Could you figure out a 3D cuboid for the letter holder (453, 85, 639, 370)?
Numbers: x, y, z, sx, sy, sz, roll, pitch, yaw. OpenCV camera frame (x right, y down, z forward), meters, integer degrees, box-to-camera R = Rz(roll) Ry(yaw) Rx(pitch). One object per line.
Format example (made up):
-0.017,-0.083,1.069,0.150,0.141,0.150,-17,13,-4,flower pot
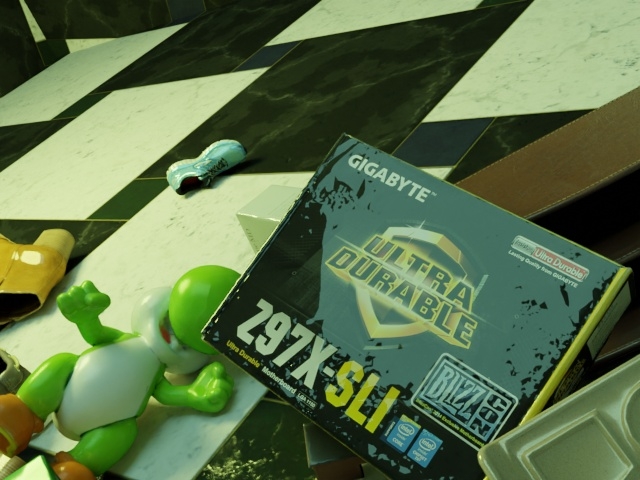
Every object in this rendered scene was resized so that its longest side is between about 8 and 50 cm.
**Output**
0.320,-0.024,0.911,0.301,0.152,0.214,-28,29,-5,letter holder

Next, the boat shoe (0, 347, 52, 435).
-0.490,0.196,1.250,0.324,0.097,0.116,10,43,48,boat shoe

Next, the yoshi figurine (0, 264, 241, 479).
-0.207,0.139,1.040,0.203,0.204,0.362,18,46,33,yoshi figurine

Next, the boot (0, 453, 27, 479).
-0.449,0.310,1.048,0.197,0.073,0.152,-1,40,43,boot

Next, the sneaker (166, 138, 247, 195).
-0.208,-0.129,1.655,0.162,0.063,0.073,-27,44,5,sneaker

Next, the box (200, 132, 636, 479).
0.079,0.071,0.814,0.322,0.079,0.257,31,83,33,box

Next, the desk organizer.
0.054,0.195,0.847,0.130,0.050,0.047,-13,48,3,desk organizer

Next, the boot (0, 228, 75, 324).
-0.587,0.073,1.544,0.295,0.104,0.211,-12,29,15,boot

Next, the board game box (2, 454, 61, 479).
-0.281,0.346,0.656,0.316,0.242,0.064,-33,30,-14,board game box

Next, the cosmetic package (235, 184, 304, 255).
0.000,0.000,1.170,0.231,0.117,0.085,7,40,48,cosmetic package

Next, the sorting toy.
0.251,0.189,0.646,0.208,0.038,0.193,-27,57,-8,sorting toy
